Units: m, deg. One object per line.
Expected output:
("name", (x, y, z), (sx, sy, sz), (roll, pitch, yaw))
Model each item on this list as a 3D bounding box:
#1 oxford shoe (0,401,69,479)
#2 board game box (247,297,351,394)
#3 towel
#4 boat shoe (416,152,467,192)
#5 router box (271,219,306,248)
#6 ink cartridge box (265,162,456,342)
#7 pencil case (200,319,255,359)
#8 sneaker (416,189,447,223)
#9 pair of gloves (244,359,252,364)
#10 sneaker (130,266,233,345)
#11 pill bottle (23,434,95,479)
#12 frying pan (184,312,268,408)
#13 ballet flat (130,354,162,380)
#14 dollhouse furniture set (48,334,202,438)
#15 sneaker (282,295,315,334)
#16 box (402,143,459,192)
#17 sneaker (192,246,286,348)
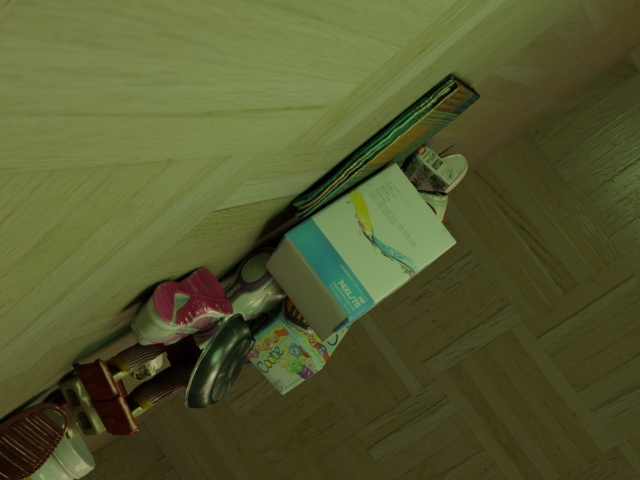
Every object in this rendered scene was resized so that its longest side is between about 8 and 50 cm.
("oxford shoe", (-0.636, 0.418, 1.657), (0.348, 0.123, 0.130), (-37, -160, 4))
("board game box", (-0.032, 0.186, 1.872), (0.144, 0.142, 0.275), (-39, -174, 36))
("towel", (0.127, -0.171, 1.577), (0.370, 0.040, 0.271), (-39, 173, 17))
("boat shoe", (0.296, -0.158, 2.299), (0.277, 0.098, 0.096), (-33, 174, -12))
("router box", (0.000, 0.000, 1.950), (0.309, 0.081, 0.243), (-30, 172, -41))
("ink cartridge box", (0.073, 0.024, 1.605), (0.270, 0.197, 0.198), (-34, 173, -22))
("pencil case", (-0.203, 0.240, 2.007), (0.306, 0.119, 0.133), (-11, 180, -2))
("sneaker", (0.189, -0.061, 2.007), (0.107, 0.118, 0.279), (3, -179, -32))
("pair of gloves", (-0.201, 0.261, 2.106), (0.159, 0.023, 0.198), (-23, -148, -23))
("sneaker", (-0.249, 0.121, 1.485), (0.111, 0.103, 0.252), (-34, 169, 22))
("pill bottle", (-0.689, 0.556, 1.901), (0.334, 0.188, 0.188), (-35, 174, -9))
("frying pan", (-0.171, 0.234, 1.615), (0.197, 0.053, 0.326), (-63, 166, 0))
("ballet flat", (-0.393, 0.273, 1.932), (0.073, 0.067, 0.206), (-31, 172, -32))
("dollhouse furniture set", (-0.411, 0.275, 1.678), (0.374, 0.152, 0.201), (-17, -169, 48))
("sneaker", (0.033, 0.059, 1.755), (0.321, 0.124, 0.180), (-43, 159, -57))
("box", (0.255, -0.156, 1.997), (0.036, 0.114, 0.207), (-47, 176, -9))
("sneaker", (-0.171, 0.147, 1.783), (0.305, 0.114, 0.152), (-36, 145, 10))
